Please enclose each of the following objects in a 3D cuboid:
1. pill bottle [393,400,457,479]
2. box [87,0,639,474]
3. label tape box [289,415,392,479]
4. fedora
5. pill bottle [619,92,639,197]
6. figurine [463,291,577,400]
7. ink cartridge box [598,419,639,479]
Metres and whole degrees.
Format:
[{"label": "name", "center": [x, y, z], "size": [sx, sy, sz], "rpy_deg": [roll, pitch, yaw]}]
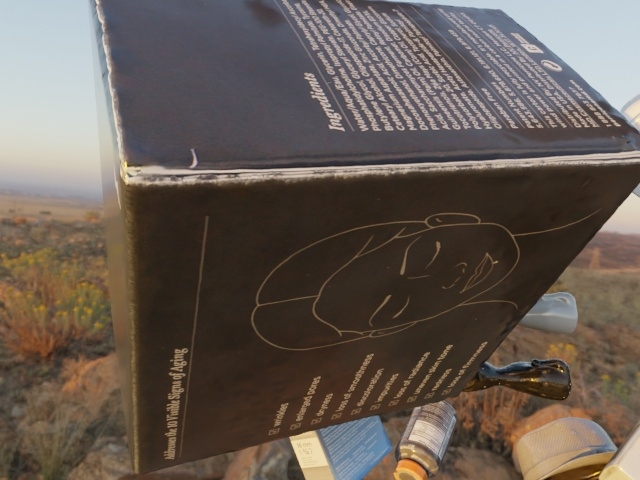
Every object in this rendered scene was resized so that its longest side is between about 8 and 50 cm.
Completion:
[{"label": "pill bottle", "center": [0.289, 0.570, 1.507], "size": [0.130, 0.131, 0.246], "rpy_deg": [8, 36, 29]}, {"label": "box", "center": [0.000, 0.000, 0.639], "size": [0.471, 0.480, 0.297], "rpy_deg": [-7, 50, -24]}, {"label": "label tape box", "center": [0.028, 0.448, 1.390], "size": [0.106, 0.334, 0.240], "rpy_deg": [-25, -5, 39]}, {"label": "fedora", "center": [0.519, 0.464, 1.140], "size": [0.275, 0.244, 0.124], "rpy_deg": [-7, 44, -6]}, {"label": "pill bottle", "center": [0.657, -0.186, 1.011], "size": [0.204, 0.204, 0.361], "rpy_deg": [8, 19, 28]}, {"label": "figurine", "center": [0.377, 0.201, 1.049], "size": [0.209, 0.215, 0.092], "rpy_deg": [2, 7, -2]}, {"label": "ink cartridge box", "center": [0.717, 0.418, 0.876], "size": [0.308, 0.091, 0.385], "rpy_deg": [-35, 57, -26]}]
